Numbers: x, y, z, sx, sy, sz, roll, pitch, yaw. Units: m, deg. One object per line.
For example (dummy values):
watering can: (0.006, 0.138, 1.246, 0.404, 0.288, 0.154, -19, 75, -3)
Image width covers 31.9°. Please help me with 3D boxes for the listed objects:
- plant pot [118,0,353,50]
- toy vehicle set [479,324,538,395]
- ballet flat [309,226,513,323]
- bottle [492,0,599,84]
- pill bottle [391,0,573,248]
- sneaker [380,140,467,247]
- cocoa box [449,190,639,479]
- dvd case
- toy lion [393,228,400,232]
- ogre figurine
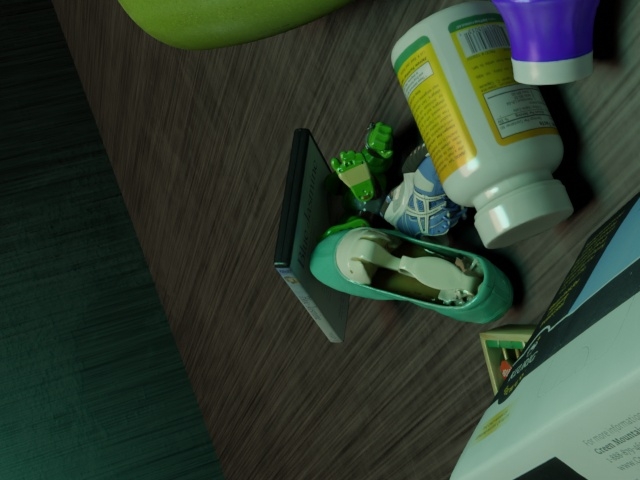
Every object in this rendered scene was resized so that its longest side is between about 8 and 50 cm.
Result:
plant pot: (-0.057, -0.345, 1.263, 0.293, 0.274, 0.275, 16, 121, 48)
toy vehicle set: (0.252, 0.167, 1.098, 0.267, 0.035, 0.166, 168, 86, -70)
ballet flat: (0.087, 0.025, 1.209, 0.247, 0.083, 0.087, 14, 164, 28)
bottle: (0.175, -0.268, 0.891, 0.118, 0.092, 0.283, 32, 134, 60)
pill bottle: (0.154, -0.104, 1.038, 0.117, 0.117, 0.208, 127, 124, -65)
sneaker: (0.133, -0.059, 1.211, 0.081, 0.080, 0.211, 49, 156, 15)
cocoa box: (0.265, 0.071, 0.606, 0.231, 0.228, 0.347, 34, 153, 2)
dvd case: (0.000, 0.000, 1.394, 0.253, 0.022, 0.180, 57, -143, -60)
toy lion: (0.078, 0.018, 1.353, 0.034, 0.096, 0.100, 51, 153, 18)
ogre figurine: (0.048, -0.049, 1.342, 0.118, 0.096, 0.197, -46, -43, -74)
